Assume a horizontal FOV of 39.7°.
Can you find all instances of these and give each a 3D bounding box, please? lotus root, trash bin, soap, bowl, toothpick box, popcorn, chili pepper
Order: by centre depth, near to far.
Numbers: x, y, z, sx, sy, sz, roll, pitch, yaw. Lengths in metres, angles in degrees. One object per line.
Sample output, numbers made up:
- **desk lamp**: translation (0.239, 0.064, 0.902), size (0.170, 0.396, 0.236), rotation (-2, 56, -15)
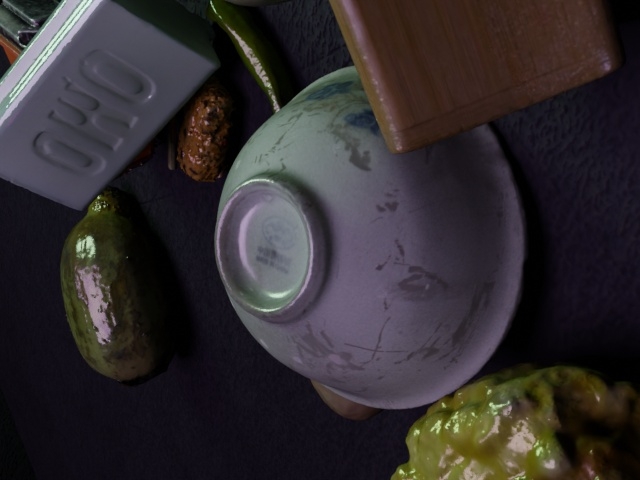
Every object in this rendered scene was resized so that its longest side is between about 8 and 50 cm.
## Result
- **toothpick box**: translation (0.052, -0.230, 0.528), size (0.190, 0.188, 0.308), rotation (-94, -19, -69)
- **popcorn**: translation (0.186, 0.197, 0.672), size (0.286, 0.174, 0.225), rotation (13, 113, 51)
- **bowl**: translation (0.000, 0.000, 0.746), size (0.313, 0.146, 0.313), rotation (3, 94, 40)
- **chili pepper**: translation (-0.060, -0.166, 0.916), size (0.201, 0.050, 0.052), rotation (66, 164, 5)
- **soap**: translation (-0.256, -0.165, 0.992), size (0.265, 0.160, 0.087), rotation (-40, 42, 26)
- **trash bin**: translation (-0.294, -0.213, 1.138), size (0.161, 0.184, 0.238), rotation (37, 148, 39)
- **lotus root**: translation (-0.316, 0.072, 1.355), size (0.173, 0.173, 0.309), rotation (-5, 99, 57)

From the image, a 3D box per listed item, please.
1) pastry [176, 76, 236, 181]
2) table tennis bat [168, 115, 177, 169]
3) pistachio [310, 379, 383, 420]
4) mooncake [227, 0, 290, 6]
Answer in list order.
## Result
- **pastry**: translation (-0.135, -0.126, 1.046), size (0.080, 0.056, 0.140), rotation (56, 151, 37)
- **table tennis bat**: translation (-0.187, -0.152, 1.114), size (0.156, 0.013, 0.087), rotation (99, 164, -46)
- **pistachio**: translation (0.036, 0.116, 0.896), size (0.113, 0.113, 0.149), rotation (33, 130, 42)
- **mooncake**: translation (-0.044, -0.325, 0.717), size (0.275, 0.135, 0.274), rotation (31, 133, 39)
